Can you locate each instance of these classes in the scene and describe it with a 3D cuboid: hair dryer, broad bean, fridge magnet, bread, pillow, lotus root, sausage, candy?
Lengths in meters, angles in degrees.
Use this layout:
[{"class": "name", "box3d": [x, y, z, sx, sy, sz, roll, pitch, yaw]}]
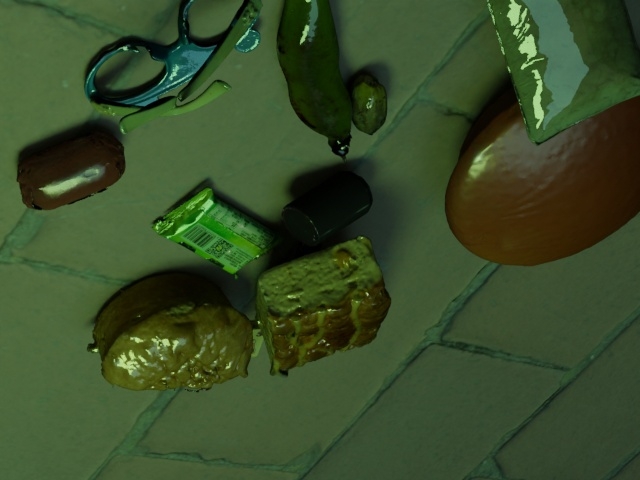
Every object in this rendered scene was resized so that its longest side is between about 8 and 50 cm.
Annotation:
[{"class": "hair dryer", "box3d": [-0.001, 0.001, 1.922, 0.114, 0.070, 0.248, -34, 159, -26]}, {"class": "broad bean", "box3d": [-0.010, -0.215, 1.665, 0.077, 0.061, 0.339, -11, 142, 5]}, {"class": "fridge magnet", "box3d": [0.341, -0.109, 1.908, 0.364, 0.155, 0.363, -15, 141, -13]}, {"class": "bread", "box3d": [-0.207, 0.124, 1.908, 0.229, 0.143, 0.139, -3, 127, -31]}, {"class": "pillow", "box3d": [0.304, -0.285, 1.679, 0.185, 0.075, 0.302, -25, 116, -5]}, {"class": "lotus root", "box3d": [0.061, -0.174, 1.758, 0.049, 0.054, 0.099, -26, 144, -16]}, {"class": "sausage", "box3d": [-0.307, -0.085, 1.648, 0.141, 0.076, 0.076, -22, 142, -4]}, {"class": "bread", "box3d": [0.000, 0.101, 1.936, 0.185, 0.114, 0.274, -20, 162, -10]}, {"class": "candy", "box3d": [-0.139, -0.011, 1.860, 0.102, 0.032, 0.178, -41, 139, 15]}]

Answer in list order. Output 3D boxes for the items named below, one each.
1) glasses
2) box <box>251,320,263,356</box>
[{"class": "glasses", "box3d": [-0.167, -0.203, 1.527, 0.239, 0.207, 0.102, -32, 106, 7]}, {"class": "box", "box3d": [-0.154, 0.157, 2.061, 0.149, 0.020, 0.073, -5, 138, -25]}]
